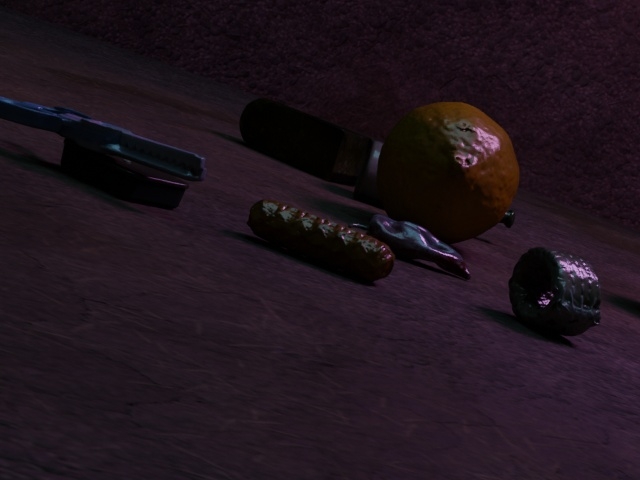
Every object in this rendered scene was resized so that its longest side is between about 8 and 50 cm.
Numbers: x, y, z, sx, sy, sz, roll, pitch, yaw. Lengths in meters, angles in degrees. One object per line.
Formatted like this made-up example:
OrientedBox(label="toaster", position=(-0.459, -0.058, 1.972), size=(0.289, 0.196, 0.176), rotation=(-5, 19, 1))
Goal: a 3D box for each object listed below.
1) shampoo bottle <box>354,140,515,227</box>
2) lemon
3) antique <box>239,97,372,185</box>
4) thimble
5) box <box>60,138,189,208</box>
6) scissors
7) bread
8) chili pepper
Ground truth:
OrientedBox(label="shampoo bottle", position=(0.171, -0.068, 2.453), size=(0.234, 0.087, 0.118), rotation=(19, 4, -2))
OrientedBox(label="lemon", position=(0.166, -0.089, 2.205), size=(0.188, 0.188, 0.257), rotation=(19, 4, -1))
OrientedBox(label="antique", position=(-0.033, -0.158, 2.624), size=(0.221, 0.081, 0.080), rotation=(24, 7, 35))
OrientedBox(label="thimble", position=(0.246, 0.055, 1.763), size=(0.062, 0.084, 0.110), rotation=(14, 21, -24))
OrientedBox(label="box", position=(-0.201, -0.067, 1.719), size=(0.126, 0.031, 0.091), rotation=(26, 10, 41))
OrientedBox(label="scissors", position=(-0.220, -0.104, 1.697), size=(0.256, 0.030, 0.125), rotation=(20, 8, 28))
OrientedBox(label="bread", position=(0.000, 0.000, 1.688), size=(0.157, 0.044, 0.052), rotation=(21, 2, 13))
OrientedBox(label="chili pepper", position=(0.106, 0.003, 1.953), size=(0.153, 0.041, 0.050), rotation=(20, 50, 4))
